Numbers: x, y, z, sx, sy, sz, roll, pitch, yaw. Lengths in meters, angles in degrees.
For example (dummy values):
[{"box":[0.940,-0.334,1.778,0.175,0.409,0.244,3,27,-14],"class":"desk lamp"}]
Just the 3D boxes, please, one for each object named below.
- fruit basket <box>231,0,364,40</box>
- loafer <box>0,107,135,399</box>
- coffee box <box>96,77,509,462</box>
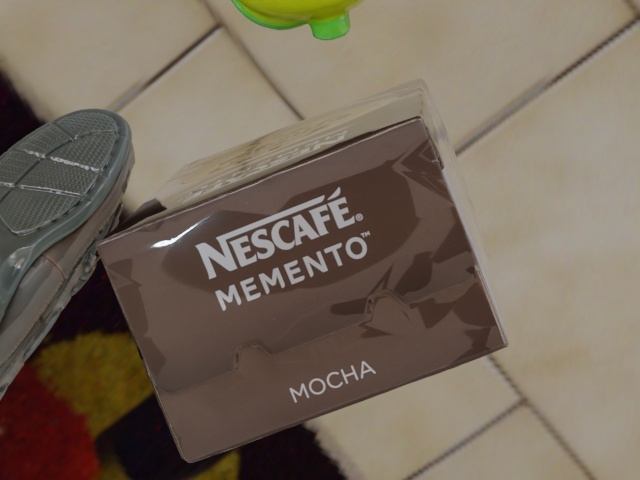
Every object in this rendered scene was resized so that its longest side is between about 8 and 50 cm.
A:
[{"box":[-0.025,-0.308,0.834,0.392,0.282,0.392,6,147,4],"class":"fruit basket"},{"box":[-0.205,0.025,1.063,0.096,0.267,0.084,14,142,25],"class":"loafer"},{"box":[0.000,0.000,0.876,0.168,0.297,0.118,-20,98,6],"class":"coffee box"}]
